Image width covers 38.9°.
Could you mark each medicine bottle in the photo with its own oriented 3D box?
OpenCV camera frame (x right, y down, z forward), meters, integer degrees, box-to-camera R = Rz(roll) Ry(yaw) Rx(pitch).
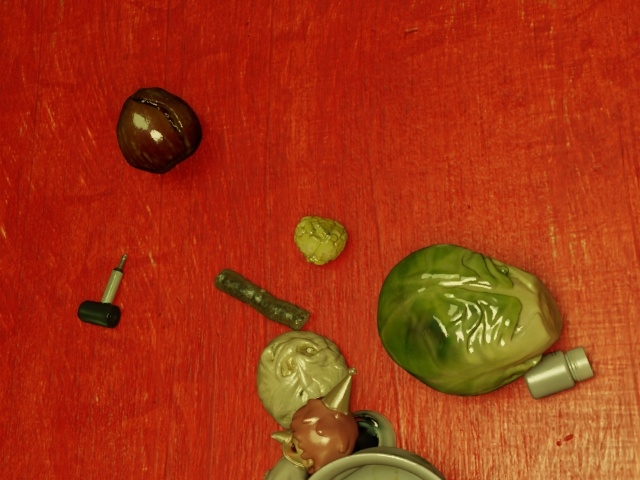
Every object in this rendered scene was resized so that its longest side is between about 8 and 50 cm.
[{"bbox_3d":[0.478,0.265,1.825,0.130,0.080,0.080,-21,68,13],"label":"medicine bottle"}]

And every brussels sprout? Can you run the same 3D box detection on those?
[{"bbox_3d":[0.295,0.163,1.817,0.355,0.281,0.289,-9,60,21],"label":"brussels sprout"}]

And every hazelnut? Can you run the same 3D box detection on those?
[{"bbox_3d":[-0.411,-0.273,2.244,0.218,0.234,0.218,1,101,4],"label":"hazelnut"}]

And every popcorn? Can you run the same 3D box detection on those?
[{"bbox_3d":[0.000,0.000,2.085,0.121,0.116,0.106,-2,105,-19],"label":"popcorn"}]

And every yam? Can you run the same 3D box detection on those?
[{"bbox_3d":[-0.137,0.141,2.116,0.253,0.061,0.061,26,85,25],"label":"yam"}]

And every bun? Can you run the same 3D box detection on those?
[{"bbox_3d":[-0.049,0.299,1.993,0.231,0.133,0.231,-7,69,19],"label":"bun"}]

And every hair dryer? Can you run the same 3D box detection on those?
[{"bbox_3d":[-0.532,0.121,2.286,0.100,0.057,0.197,12,70,24],"label":"hair dryer"}]

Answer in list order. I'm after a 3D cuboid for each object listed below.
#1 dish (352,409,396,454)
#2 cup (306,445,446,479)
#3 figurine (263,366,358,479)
[{"bbox_3d":[0.084,0.427,1.929,0.141,0.078,0.141,-6,71,20],"label":"dish"},{"bbox_3d":[0.126,0.536,1.741,0.347,0.163,0.347,3,103,12],"label":"cup"},{"bbox_3d":[-0.023,0.427,1.869,0.166,0.207,0.386,24,114,-2],"label":"figurine"}]
